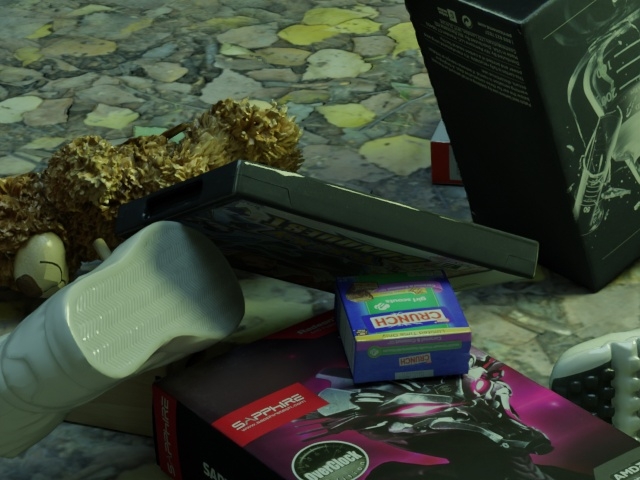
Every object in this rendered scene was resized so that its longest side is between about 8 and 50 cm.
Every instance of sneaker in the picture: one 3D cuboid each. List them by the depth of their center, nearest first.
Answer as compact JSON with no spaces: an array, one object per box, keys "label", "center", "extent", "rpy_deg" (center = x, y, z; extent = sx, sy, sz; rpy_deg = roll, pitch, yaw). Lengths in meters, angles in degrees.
[{"label":"sneaker","center":[-0.180,0.076,1.420],"extent":[0.169,0.108,0.292],"rpy_deg":[-31,-4,23]},{"label":"sneaker","center":[0.310,0.107,1.496],"extent":[0.292,0.110,0.118],"rpy_deg":[-2,18,-19]}]

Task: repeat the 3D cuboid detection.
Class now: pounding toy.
[{"label":"pounding toy","center":[-0.159,0.080,1.564],"extent":[0.130,0.100,0.141],"rpy_deg":[8,29,18]}]

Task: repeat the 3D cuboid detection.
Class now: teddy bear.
[{"label":"teddy bear","center":[-0.168,-0.033,1.694],"extent":[0.338,0.113,0.245],"rpy_deg":[-16,-11,-20]}]

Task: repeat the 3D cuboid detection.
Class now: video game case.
[{"label":"video game case","center":[0.000,0.000,1.539],"extent":[0.274,0.035,0.248],"rpy_deg":[15,-13,-25]}]

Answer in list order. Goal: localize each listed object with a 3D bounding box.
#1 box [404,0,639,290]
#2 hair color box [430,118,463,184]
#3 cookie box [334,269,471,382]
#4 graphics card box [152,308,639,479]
[{"label":"box","center":[0.284,-0.190,1.739],"extent":[0.343,0.312,0.179],"rpy_deg":[-38,41,-20]},{"label":"hair color box","center":[0.178,-0.114,1.980],"extent":[0.093,0.053,0.167],"rpy_deg":[4,29,14]},{"label":"cookie box","center":[0.063,0.065,1.443],"extent":[0.091,0.040,0.107],"rpy_deg":[-4,27,-8]},{"label":"graphics card box","center":[0.067,0.173,1.379],"extent":[0.232,0.094,0.371],"rpy_deg":[-20,33,-31]}]
